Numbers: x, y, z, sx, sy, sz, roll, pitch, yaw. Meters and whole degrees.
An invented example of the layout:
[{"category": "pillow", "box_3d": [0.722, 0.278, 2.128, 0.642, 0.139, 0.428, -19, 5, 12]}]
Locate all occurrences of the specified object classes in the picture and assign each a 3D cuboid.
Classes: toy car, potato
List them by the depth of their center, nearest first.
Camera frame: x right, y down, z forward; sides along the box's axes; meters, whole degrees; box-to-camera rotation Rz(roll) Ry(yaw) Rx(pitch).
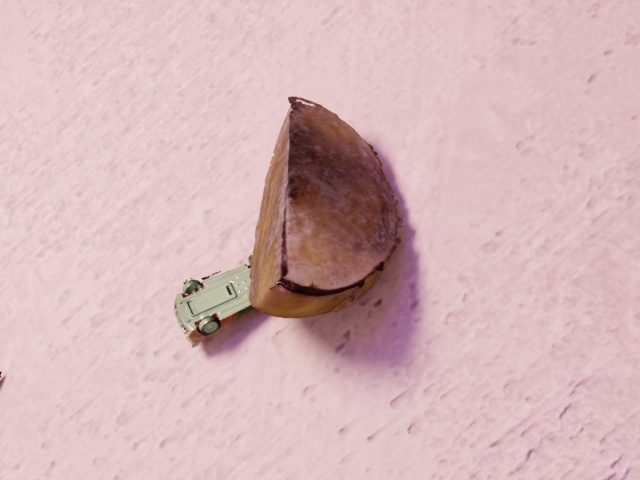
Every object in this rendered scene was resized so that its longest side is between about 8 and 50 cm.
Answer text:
[{"category": "potato", "box_3d": [-0.001, 0.000, 1.587, 0.261, 0.120, 0.100, -86, 21, -48]}, {"category": "toy car", "box_3d": [-0.077, 0.050, 1.620, 0.122, 0.035, 0.059, -23, 47, -6]}]

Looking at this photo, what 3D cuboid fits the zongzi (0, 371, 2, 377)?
[{"category": "zongzi", "box_3d": [-0.347, 0.151, 1.722, 0.083, 0.067, 0.073, 25, 62, 22]}]
